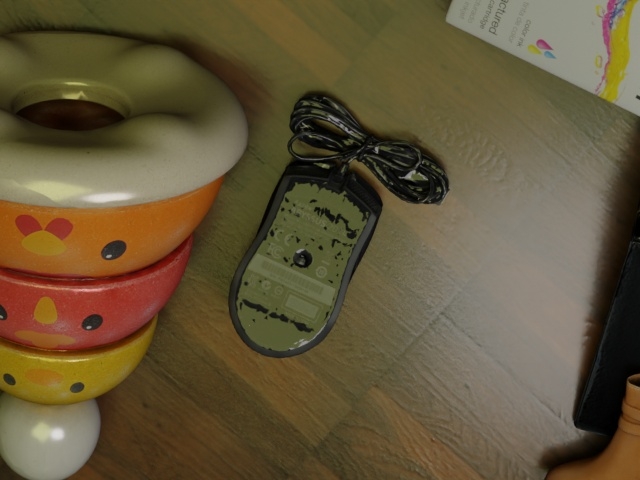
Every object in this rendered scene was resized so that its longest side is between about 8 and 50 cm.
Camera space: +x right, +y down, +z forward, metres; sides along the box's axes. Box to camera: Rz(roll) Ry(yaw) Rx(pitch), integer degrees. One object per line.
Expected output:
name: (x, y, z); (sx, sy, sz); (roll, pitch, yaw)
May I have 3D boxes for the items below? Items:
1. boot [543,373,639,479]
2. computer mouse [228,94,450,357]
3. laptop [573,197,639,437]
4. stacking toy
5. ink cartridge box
boot: (0.328, 0.209, 1.811); (0.197, 0.073, 0.152); (-7, 126, 6)
computer mouse: (0.000, 0.000, 1.827); (0.188, 0.072, 0.272); (29, 89, 0)
laptop: (0.509, 0.028, 1.806); (0.382, 0.236, 0.408); (14, 72, 5)
stacking toy: (-0.263, 0.050, 1.768); (0.350, 0.350, 0.480); (7, 119, 2)
ink cartridge box: (0.306, -0.257, 1.653); (0.306, 0.131, 0.226); (28, 123, 11)
